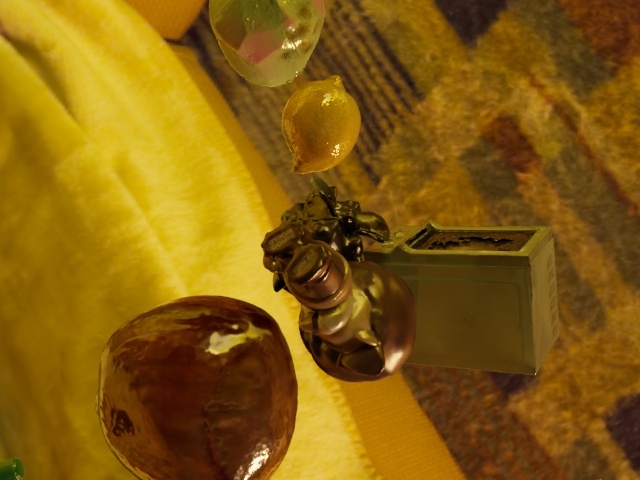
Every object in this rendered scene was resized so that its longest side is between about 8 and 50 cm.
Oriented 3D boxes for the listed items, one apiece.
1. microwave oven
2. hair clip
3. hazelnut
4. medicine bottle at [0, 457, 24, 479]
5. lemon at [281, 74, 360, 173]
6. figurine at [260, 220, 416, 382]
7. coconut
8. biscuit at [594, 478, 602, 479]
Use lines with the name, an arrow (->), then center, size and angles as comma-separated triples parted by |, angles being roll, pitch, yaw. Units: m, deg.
microwave oven -> 0.300, 0.111, 1.905 | 0.354, 0.218, 0.286 | 0, 109, 28
hair clip -> 0.004, -0.003, 1.824 | 0.194, 0.310, 0.206 | 36, 111, -17
hazelnut -> -0.238, 0.307, 1.763 | 0.420, 0.353, 0.421 | 9, 121, 16
medicine bottle -> -0.702, 0.476, 1.747 | 0.260, 0.064, 0.095 | -17, 76, -1
lemon -> 0.000, -0.265, 2.103 | 0.186, 0.187, 0.244 | 16, 87, 40
figurine -> 0.019, 0.116, 1.460 | 0.218, 0.365, 0.206 | 28, 90, 35
coconut -> -0.092, -0.403, 1.625 | 0.205, 0.236, 0.236 | 54, 127, 26
biscuit -> 0.489, 0.577, 1.811 | 0.237, 0.026, 0.131 | -33, 104, 6
